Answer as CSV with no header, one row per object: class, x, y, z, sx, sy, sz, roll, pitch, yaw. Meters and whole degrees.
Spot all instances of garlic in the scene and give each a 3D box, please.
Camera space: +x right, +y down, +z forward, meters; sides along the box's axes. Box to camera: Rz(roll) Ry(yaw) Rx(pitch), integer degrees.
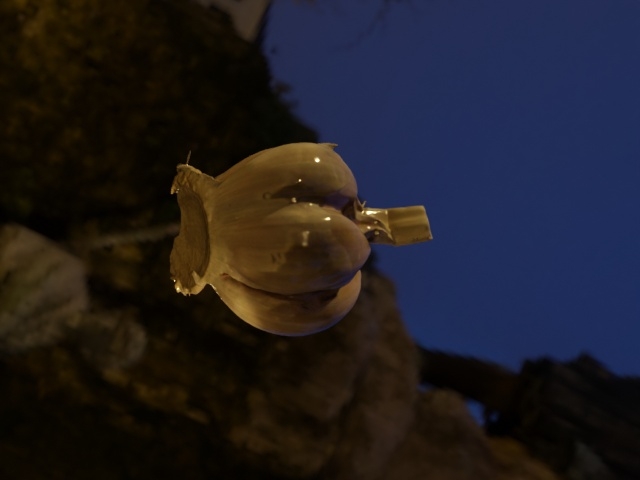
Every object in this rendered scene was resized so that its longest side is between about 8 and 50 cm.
garlic,0.000,0.000,1.109,0.127,0.194,0.131,5,-90,57
